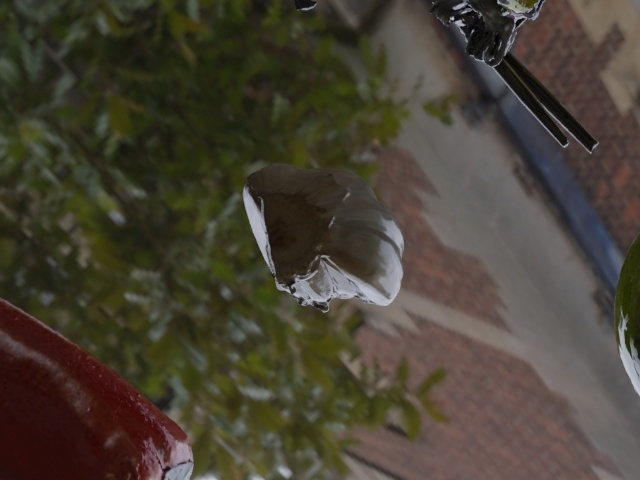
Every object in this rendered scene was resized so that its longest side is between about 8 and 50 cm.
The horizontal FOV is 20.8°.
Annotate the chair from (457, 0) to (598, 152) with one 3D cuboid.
[{"bbox_3d":[0.195,-0.232,1.537,0.188,0.166,0.272,-44,-101,13],"label":"chair"}]

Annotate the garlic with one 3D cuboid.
[{"bbox_3d":[0.004,0.000,0.943,0.074,0.094,0.113,-42,-127,-4],"label":"garlic"}]

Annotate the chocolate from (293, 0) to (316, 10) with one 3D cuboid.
[{"bbox_3d":[0.099,-0.197,0.609,0.329,0.102,0.065,-25,-168,27],"label":"chocolate"}]

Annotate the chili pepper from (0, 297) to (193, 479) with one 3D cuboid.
[{"bbox_3d":[-0.164,0.163,1.266,0.134,0.338,0.131,-61,-175,-31],"label":"chili pepper"}]

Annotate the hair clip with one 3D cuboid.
[{"bbox_3d":[0.126,-0.160,0.860,0.172,0.049,0.116,-45,-177,19],"label":"hair clip"}]

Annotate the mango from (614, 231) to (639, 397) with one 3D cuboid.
[{"bbox_3d":[0.245,0.042,0.821,0.175,0.293,0.143,31,-77,35],"label":"mango"}]
